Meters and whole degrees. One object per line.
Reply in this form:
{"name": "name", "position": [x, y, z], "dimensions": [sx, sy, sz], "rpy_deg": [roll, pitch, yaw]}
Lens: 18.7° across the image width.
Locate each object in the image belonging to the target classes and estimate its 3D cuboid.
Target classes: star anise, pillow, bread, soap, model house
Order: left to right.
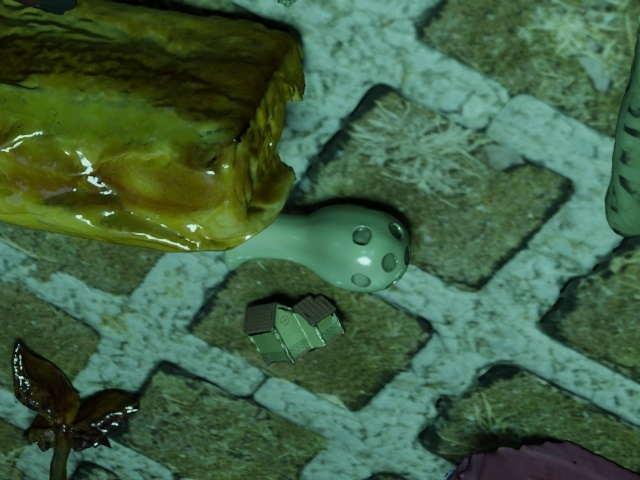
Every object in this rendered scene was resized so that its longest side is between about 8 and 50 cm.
{"name": "star anise", "position": [-0.271, 0.206, 1.951], "dimensions": [0.140, 0.144, 0.158], "rpy_deg": [25, 144, 7]}
{"name": "bread", "position": [-0.184, -0.089, 1.502], "dimensions": [0.344, 0.195, 0.149], "rpy_deg": [12, 137, 15]}
{"name": "model house", "position": [-0.027, 0.075, 1.752], "dimensions": [0.058, 0.057, 0.083], "rpy_deg": [61, 153, -8]}
{"name": "soap", "position": [0.222, 0.282, 1.798], "dimensions": [0.250, 0.162, 0.099], "rpy_deg": [24, 143, -7]}
{"name": "pillow", "position": [0.263, -0.078, 1.424], "dimensions": [0.093, 0.051, 0.241], "rpy_deg": [12, 140, 10]}

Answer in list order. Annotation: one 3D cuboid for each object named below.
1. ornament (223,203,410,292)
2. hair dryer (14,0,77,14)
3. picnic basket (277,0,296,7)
{"name": "ornament", "position": [0.000, 0.000, 1.627], "dimensions": [0.156, 0.081, 0.075], "rpy_deg": [7, 104, 18]}
{"name": "hair dryer", "position": [-0.218, -0.305, 1.265], "dimensions": [0.312, 0.123, 0.340], "rpy_deg": [43, 152, -15]}
{"name": "picnic basket", "position": [-0.025, -0.205, 1.388], "dimensions": [0.083, 0.065, 0.083], "rpy_deg": [12, 141, 39]}
